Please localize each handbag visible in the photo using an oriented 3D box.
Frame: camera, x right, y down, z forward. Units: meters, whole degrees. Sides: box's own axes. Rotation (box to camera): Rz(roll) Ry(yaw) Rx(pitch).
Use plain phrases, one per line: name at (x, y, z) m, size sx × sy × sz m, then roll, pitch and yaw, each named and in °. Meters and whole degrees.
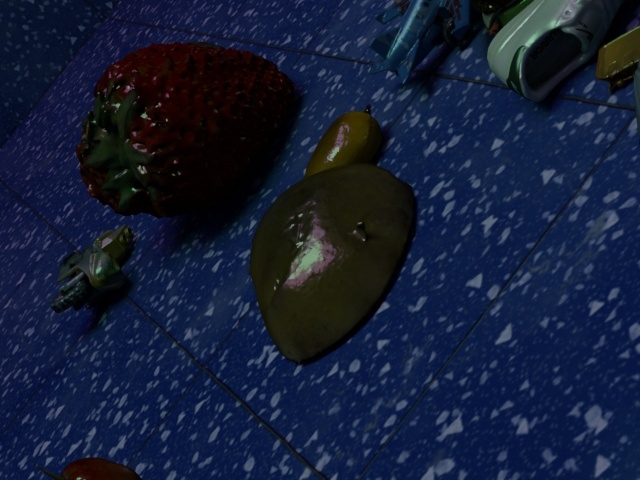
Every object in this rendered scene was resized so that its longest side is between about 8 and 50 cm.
handbag at (0.335, -0.200, 1.543) m, size 0.083 × 0.027 × 0.061 m, roll -28°, pitch 30°, yaw 39°

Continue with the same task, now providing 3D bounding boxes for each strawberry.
strawberry at (-0.205, -0.185, 2.245) m, size 0.351 × 0.267 × 0.312 m, roll -35°, pitch 8°, yaw -35°

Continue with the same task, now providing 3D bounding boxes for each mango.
mango at (0.019, -0.101, 1.929) m, size 0.187 × 0.066 × 0.101 m, roll -57°, pitch 22°, yaw 2°

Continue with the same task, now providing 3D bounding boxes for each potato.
potato at (0.000, 0.000, 1.754) m, size 0.239 × 0.116 × 0.299 m, roll -30°, pitch 31°, yaw 30°

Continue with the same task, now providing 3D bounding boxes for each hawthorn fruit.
hawthorn fruit at (-0.273, 0.320, 1.749) m, size 0.125 × 0.140 × 0.125 m, roll -9°, pitch 41°, yaw 8°

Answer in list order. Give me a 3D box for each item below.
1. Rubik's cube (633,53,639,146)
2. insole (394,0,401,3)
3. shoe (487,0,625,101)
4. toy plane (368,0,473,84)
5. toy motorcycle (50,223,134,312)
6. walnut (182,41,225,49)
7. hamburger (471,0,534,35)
Rubik's cube at (0.341, -0.084, 1.123) m, size 0.254 × 0.254 × 0.254 m, roll -40°, pitch 25°, yaw 23°
insole at (0.144, -0.386, 2.165) m, size 0.081 × 0.011 × 0.248 m, roll -65°, pitch 22°, yaw 10°
shoe at (0.302, -0.262, 1.628) m, size 0.265 × 0.095 × 0.110 m, roll -48°, pitch 26°, yaw 21°
toy plane at (0.167, -0.327, 1.943) m, size 0.271 × 0.105 × 0.254 m, roll -50°, pitch 24°, yaw -3°
toy motorcycle at (-0.357, 0.042, 2.369) m, size 0.130 × 0.094 × 0.229 m, roll -32°, pitch 16°, yaw 26°
walnut at (-0.227, -0.249, 2.476) m, size 0.178 × 0.178 × 0.230 m, roll -12°, pitch 38°, yaw 56°
hamburger at (0.241, -0.339, 1.787) m, size 0.175 × 0.137 × 0.175 m, roll -43°, pitch 21°, yaw 21°
